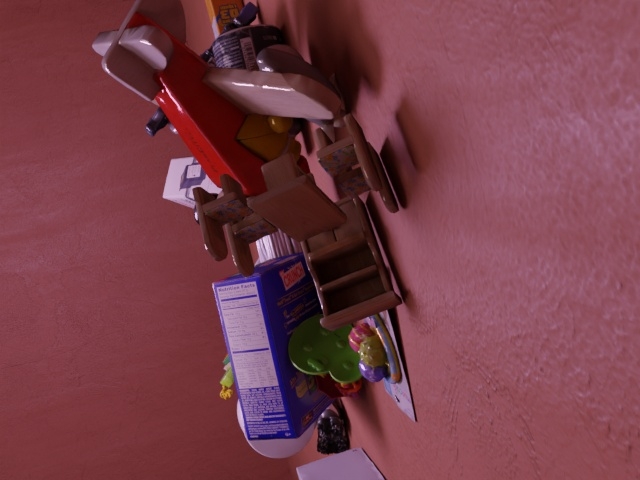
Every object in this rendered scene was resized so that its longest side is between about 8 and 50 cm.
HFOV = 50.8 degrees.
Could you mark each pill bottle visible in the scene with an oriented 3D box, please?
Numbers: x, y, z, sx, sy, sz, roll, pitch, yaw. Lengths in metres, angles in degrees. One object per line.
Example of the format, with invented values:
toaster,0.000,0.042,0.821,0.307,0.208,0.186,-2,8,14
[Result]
pill bottle,-0.110,0.420,1.752,0.363,0.210,0.210,-168,64,-86
pill bottle,-0.109,-0.255,1.233,0.130,0.130,0.246,-178,74,-78

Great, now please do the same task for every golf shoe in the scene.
golf shoe,0.028,0.442,1.605,0.198,0.077,0.094,92,178,-48

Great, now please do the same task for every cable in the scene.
cable,-0.106,-0.002,1.627,0.257,0.089,0.257,113,141,-72

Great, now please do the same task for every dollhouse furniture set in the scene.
dollhouse furniture set,0.000,0.000,0.840,0.242,0.212,0.161,39,-149,-63

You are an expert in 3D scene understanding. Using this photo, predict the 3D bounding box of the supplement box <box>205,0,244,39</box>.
supplement box,-0.219,-0.533,1.571,0.080,0.078,0.234,156,100,-75

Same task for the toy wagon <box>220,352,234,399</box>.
toy wagon,-0.192,0.279,1.873,0.068,0.344,0.267,35,152,-4

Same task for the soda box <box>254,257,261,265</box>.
soda box,-0.176,0.126,1.855,0.216,0.069,0.074,-60,5,-10

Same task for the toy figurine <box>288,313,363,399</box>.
toy figurine,0.036,0.246,1.272,0.173,0.130,0.159,32,155,39

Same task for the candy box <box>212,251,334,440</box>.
candy box,-0.076,0.200,1.361,0.268,0.122,0.317,-21,-80,-67

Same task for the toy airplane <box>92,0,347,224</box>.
toy airplane,-0.138,-0.217,1.004,0.386,0.272,0.384,41,159,10

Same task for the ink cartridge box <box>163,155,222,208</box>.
ink cartridge box,-0.207,-0.118,1.487,0.237,0.172,0.100,2,77,45

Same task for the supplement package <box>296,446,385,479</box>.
supplement package,0.059,0.564,1.357,0.194,0.149,0.203,-167,63,-77

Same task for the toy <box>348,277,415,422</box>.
toy,0.075,0.149,1.018,0.137,0.056,0.237,-147,44,-76

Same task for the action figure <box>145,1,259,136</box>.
action figure,-0.183,-0.306,1.412,0.178,0.341,0.330,38,-178,13
